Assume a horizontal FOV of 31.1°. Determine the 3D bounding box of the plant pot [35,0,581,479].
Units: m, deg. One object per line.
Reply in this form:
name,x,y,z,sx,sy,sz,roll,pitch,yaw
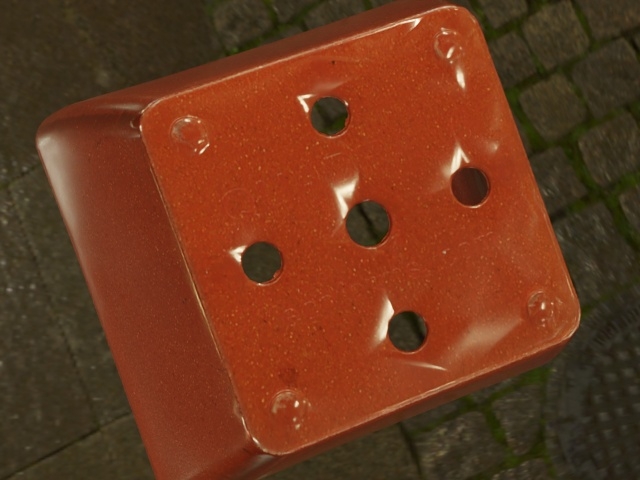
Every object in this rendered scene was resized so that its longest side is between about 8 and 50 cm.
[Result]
plant pot,0.000,0.000,0.667,0.267,0.236,0.267,-20,92,-12
